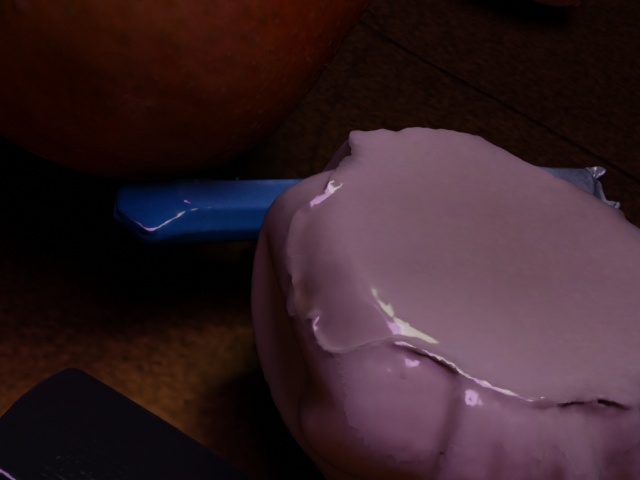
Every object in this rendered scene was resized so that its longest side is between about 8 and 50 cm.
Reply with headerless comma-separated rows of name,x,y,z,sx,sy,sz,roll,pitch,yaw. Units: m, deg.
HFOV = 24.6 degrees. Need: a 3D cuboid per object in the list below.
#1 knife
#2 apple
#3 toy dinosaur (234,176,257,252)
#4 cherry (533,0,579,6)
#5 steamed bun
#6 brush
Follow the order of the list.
knife,0.036,-0.017,0.661,0.296,0.026,0.044,-3,48,-37
apple,-0.065,-0.125,0.626,0.173,0.210,0.235,39,44,-23
toy dinosaur,0.000,0.000,0.650,0.062,0.021,0.083,2,47,-32
cherry,0.115,-0.202,0.873,0.126,0.087,0.106,29,44,13
steamed bun,0.054,0.045,0.560,0.183,0.106,0.183,15,39,-13
brush,-0.030,0.110,0.517,0.193,0.016,0.063,30,41,10
